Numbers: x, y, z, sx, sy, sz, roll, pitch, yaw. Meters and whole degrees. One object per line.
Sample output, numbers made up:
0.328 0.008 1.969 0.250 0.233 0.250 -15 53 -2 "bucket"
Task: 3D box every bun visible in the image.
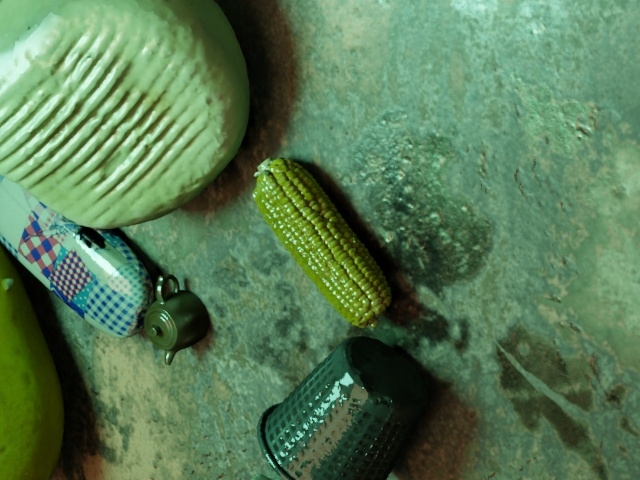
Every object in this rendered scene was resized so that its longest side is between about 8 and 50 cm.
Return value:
-0.259 -0.186 1.833 0.361 0.213 0.361 -1 130 -1 "bun"

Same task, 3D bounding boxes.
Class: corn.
0.000 0.000 1.790 0.238 0.080 0.080 53 131 12 "corn"

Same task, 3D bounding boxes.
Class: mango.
-0.501 0.184 2.178 0.301 0.220 0.445 12 111 41 "mango"

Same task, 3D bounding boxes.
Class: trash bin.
0.037 0.203 1.791 0.175 0.175 0.161 42 118 19 "trash bin"

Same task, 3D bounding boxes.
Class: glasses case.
-0.348 0.006 2.077 0.327 0.076 0.125 40 130 22 "glasses case"

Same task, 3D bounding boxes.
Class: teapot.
-0.196 0.102 1.994 0.076 0.068 0.121 8 111 37 "teapot"

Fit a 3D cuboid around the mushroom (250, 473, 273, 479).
-0.019 0.394 1.949 0.223 0.092 0.081 41 111 11 "mushroom"
